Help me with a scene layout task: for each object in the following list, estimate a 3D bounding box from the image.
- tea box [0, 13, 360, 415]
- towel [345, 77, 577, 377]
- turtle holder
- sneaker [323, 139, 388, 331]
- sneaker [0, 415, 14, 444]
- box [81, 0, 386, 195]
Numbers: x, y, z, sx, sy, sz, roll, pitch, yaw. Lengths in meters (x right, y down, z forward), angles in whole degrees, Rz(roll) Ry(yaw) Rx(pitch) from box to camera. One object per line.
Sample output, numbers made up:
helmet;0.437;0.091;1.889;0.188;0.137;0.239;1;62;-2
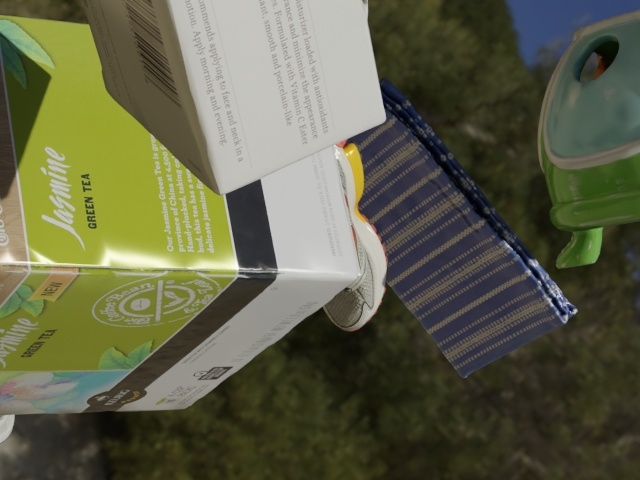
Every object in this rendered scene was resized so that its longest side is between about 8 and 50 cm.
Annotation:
tea box;-0.198;-0.005;1.317;0.329;0.323;0.220;-41;-126;51
towel;0.111;-0.005;1.750;0.336;0.040;0.243;51;-32;0
turtle holder;0.341;-0.108;1.476;0.320;0.243;0.227;164;-84;-74
sneaker;0.000;0.000;1.536;0.088;0.093;0.225;6;-51;31
sneaker;-0.534;0.229;1.888;0.127;0.321;0.126;108;-21;-43
box;-0.066;-0.155;0.923;0.182;0.119;0.181;42;-29;51
